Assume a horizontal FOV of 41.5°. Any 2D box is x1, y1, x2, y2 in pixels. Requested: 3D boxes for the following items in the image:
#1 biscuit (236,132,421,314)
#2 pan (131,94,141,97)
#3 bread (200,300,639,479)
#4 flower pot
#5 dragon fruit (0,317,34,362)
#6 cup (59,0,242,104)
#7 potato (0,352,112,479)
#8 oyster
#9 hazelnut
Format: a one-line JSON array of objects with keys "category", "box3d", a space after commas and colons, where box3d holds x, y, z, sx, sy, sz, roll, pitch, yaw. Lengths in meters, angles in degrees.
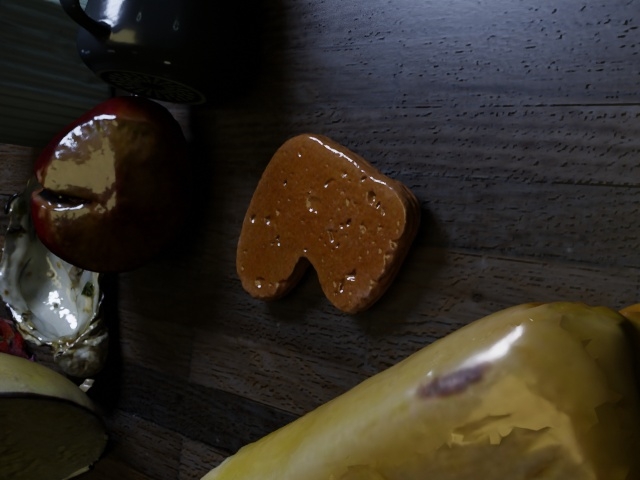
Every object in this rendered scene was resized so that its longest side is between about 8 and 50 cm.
[{"category": "biscuit", "box3d": [0.000, 0.000, 0.820, 0.192, 0.036, 0.186, 37, 113, 37]}, {"category": "pan", "box3d": [-0.233, -0.276, 1.049, 0.115, 0.040, 0.212, 4, 88, 47]}, {"category": "bread", "box3d": [0.149, 0.233, 0.537, 0.394, 0.250, 0.361, -35, 67, 30]}, {"category": "flower pot", "box3d": [-0.399, -0.243, 1.094, 0.209, 0.190, 0.239, 9, 91, 43]}, {"category": "dragon fruit", "box3d": [-0.492, 0.207, 1.185, 0.211, 0.147, 0.282, -18, 77, 30]}, {"category": "cup", "box3d": [-0.173, -0.249, 0.878, 0.169, 0.223, 0.176, 12, 86, 29]}, {"category": "potato", "box3d": [-0.372, 0.205, 1.013, 0.299, 0.239, 0.116, 117, 155, -52]}, {"category": "oyster", "box3d": [-0.321, 0.021, 1.084, 0.166, 0.094, 0.294, 6, 81, 22]}, {"category": "hazelnut", "box3d": [-0.227, -0.064, 0.953, 0.178, 0.178, 0.204, 29, 106, 39]}]
